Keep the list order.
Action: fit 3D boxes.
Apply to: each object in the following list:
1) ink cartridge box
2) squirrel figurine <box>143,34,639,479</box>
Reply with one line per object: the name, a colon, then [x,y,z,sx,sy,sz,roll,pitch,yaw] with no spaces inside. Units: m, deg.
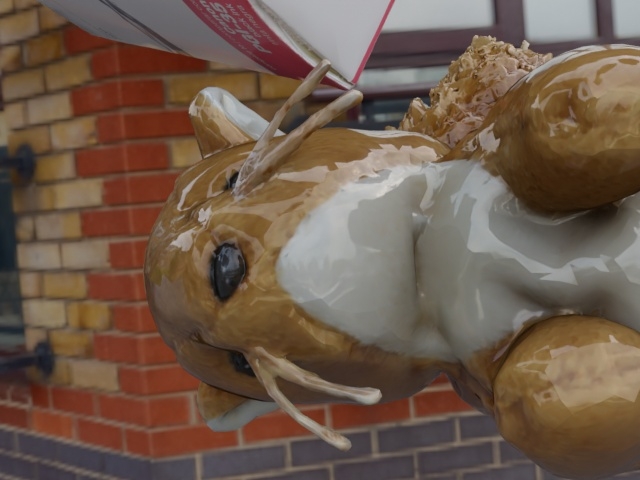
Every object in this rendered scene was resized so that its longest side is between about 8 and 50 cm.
ink cartridge box: [-0.069,-0.231,0.675,0.283,0.207,0.117,19,-8,40]
squirrel figurine: [0.108,0.011,0.557,0.370,0.281,0.397,-5,6,9]
